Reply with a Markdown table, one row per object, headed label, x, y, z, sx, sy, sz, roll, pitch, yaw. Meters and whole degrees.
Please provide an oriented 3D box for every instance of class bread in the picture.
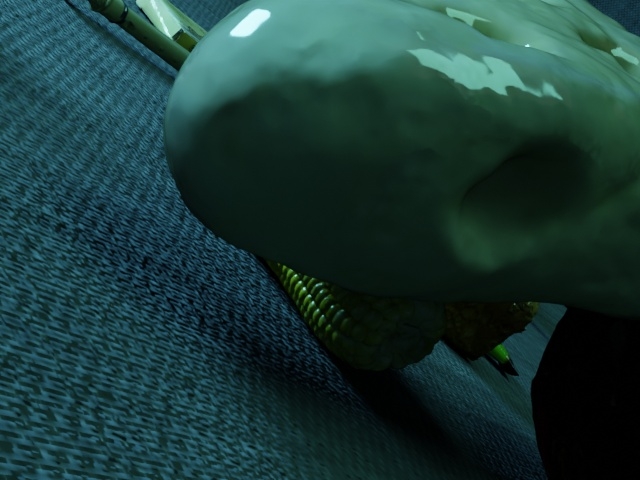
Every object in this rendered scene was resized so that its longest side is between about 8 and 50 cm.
| label | x | y | z | sx | sy | sz | roll | pitch | yaw |
| --- | --- | --- | --- | --- | --- | --- | --- | --- | --- |
| bread | 0.116 | 0.038 | 0.913 | 0.070 | 0.077 | 0.083 | 44 | 10 | -26 |

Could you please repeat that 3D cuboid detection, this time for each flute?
| label | x | y | z | sx | sy | sz | roll | pitch | yaw |
| --- | --- | --- | --- | --- | --- | --- | --- | --- | --- |
| flute | -0.100 | -0.129 | 0.860 | 0.233 | 0.027 | 0.027 | 34 | 15 | -51 |

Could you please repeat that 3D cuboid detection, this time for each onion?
| label | x | y | z | sx | sy | sz | roll | pitch | yaw |
| --- | --- | --- | --- | --- | --- | --- | --- | --- | --- |
| onion | 0.248 | 0.121 | 0.753 | 0.281 | 0.221 | 0.280 | -19 | 90 | -87 |

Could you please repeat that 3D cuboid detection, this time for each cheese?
| label | x | y | z | sx | sy | sz | roll | pitch | yaw |
| --- | --- | --- | --- | --- | --- | --- | --- | --- | --- |
| cheese | 0.044 | -0.085 | 0.621 | 0.351 | 0.129 | 0.328 | 8 | 28 | -34 |

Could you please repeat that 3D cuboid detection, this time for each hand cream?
| label | x | y | z | sx | sy | sz | roll | pitch | yaw |
| --- | --- | --- | --- | --- | --- | --- | --- | --- | --- |
| hand cream | 0.120 | 0.065 | 0.982 | 0.122 | 0.023 | 0.036 | 47 | 6 | -12 |

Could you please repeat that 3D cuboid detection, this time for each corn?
| label | x | y | z | sx | sy | sz | roll | pitch | yaw |
| --- | --- | --- | --- | --- | --- | --- | --- | --- | --- |
| corn | 0.000 | 0.000 | 0.637 | 0.085 | 0.063 | 0.165 | -10 | 46 | -40 |

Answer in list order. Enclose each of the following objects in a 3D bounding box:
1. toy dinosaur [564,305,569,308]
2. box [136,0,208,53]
| label | x | y | z | sx | sy | sz | roll | pitch | yaw |
| --- | --- | --- | --- | --- | --- | --- | --- | --- | --- |
| toy dinosaur | 0.226 | 0.003 | 1.486 | 0.432 | 0.097 | 0.208 | 57 | 6 | 37 |
| box | -0.092 | -0.157 | 1.021 | 0.149 | 0.020 | 0.073 | 33 | 15 | -52 |
